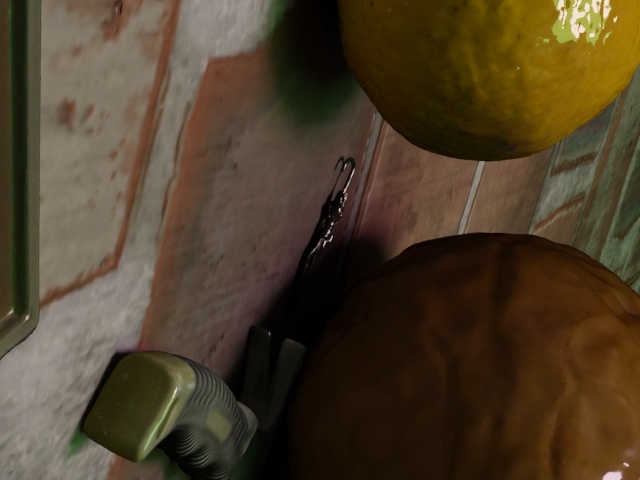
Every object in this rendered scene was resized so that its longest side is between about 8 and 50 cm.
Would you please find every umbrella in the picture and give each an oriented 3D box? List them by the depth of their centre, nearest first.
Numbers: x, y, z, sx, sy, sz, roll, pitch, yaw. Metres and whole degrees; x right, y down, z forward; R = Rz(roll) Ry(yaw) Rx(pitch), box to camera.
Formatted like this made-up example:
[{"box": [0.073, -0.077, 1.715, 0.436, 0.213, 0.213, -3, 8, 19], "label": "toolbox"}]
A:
[{"box": [0.001, 0.001, 0.999, 0.022, 0.013, 0.122, 26, 85, -60], "label": "umbrella"}]

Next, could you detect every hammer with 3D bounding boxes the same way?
[{"box": [-0.072, 0.110, 0.860, 0.159, 0.041, 0.226, -66, 161, -12], "label": "hammer"}]

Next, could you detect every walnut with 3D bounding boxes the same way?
[{"box": [0.123, 0.175, 1.039, 0.398, 0.307, 0.354, -62, 168, -69], "label": "walnut"}]

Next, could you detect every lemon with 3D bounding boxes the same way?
[{"box": [0.103, -0.142, 0.867, 0.188, 0.188, 0.257, -67, 161, -10], "label": "lemon"}]

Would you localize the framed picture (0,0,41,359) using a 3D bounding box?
[{"box": [-0.185, 0.014, 0.467, 0.315, 0.024, 0.232, -47, 151, -52], "label": "framed picture"}]
